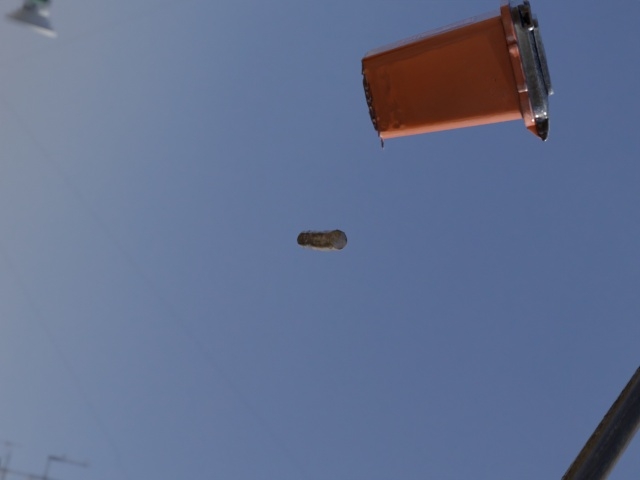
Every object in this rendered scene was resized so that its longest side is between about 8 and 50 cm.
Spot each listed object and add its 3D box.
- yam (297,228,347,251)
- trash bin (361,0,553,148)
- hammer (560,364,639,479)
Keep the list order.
[{"bbox_3d":[0.000,0.000,2.008,0.145,0.032,0.032,-178,-76,-70],"label":"yam"},{"bbox_3d":[0.184,-0.205,1.843,0.161,0.239,0.184,-61,136,-74],"label":"trash bin"},{"bbox_3d":[0.197,0.214,1.108,0.043,0.111,0.365,-13,-158,44],"label":"hammer"}]
